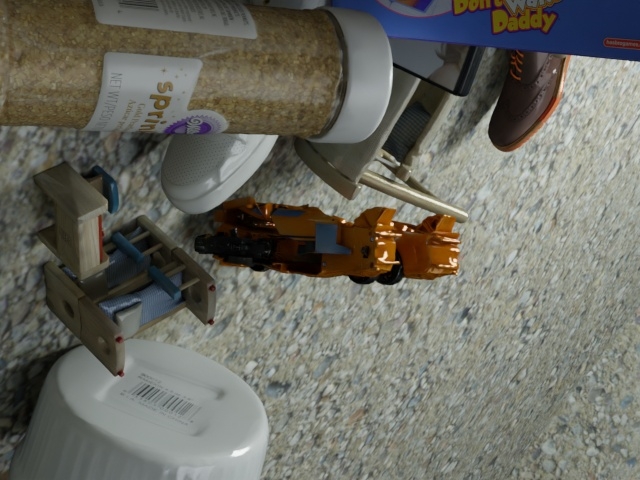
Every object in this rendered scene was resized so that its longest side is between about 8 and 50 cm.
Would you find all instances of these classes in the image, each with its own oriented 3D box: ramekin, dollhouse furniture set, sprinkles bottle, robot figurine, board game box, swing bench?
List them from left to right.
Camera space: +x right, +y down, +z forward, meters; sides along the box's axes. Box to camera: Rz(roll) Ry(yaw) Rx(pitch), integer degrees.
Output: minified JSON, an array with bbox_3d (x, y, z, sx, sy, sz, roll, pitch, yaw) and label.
[{"bbox_3d":[-0.190,0.014,1.156,0.129,0.129,0.184,-30,145,-33],"label":"dollhouse furniture set"},{"bbox_3d":[-0.189,0.222,1.263,0.277,0.277,0.135,-9,123,-50],"label":"ramekin"},{"bbox_3d":[-0.117,-0.147,0.968,0.355,0.121,0.121,0,127,-29],"label":"sprinkles bottle"},{"bbox_3d":[0.000,0.000,1.289,0.211,0.291,0.085,6,90,-48],"label":"robot figurine"},{"bbox_3d":[0.112,-0.179,1.331,0.254,0.165,0.253,11,116,-52],"label":"swing bench"},{"bbox_3d":[0.175,-0.287,1.029,0.078,0.347,0.233,-8,108,-51],"label":"board game box"}]

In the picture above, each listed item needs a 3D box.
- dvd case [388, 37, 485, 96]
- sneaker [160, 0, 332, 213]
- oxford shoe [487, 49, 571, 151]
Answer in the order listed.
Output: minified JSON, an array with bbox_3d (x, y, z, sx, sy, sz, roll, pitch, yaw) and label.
[{"bbox_3d":[0.114,-0.291,1.143,0.022,0.180,0.253,-6,121,-51],"label":"dvd case"},{"bbox_3d":[-0.088,-0.178,1.116,0.293,0.108,0.169,-57,150,-8],"label":"sneaker"},{"bbox_3d":[0.285,-0.250,1.579,0.098,0.097,0.271,10,113,-36],"label":"oxford shoe"}]
